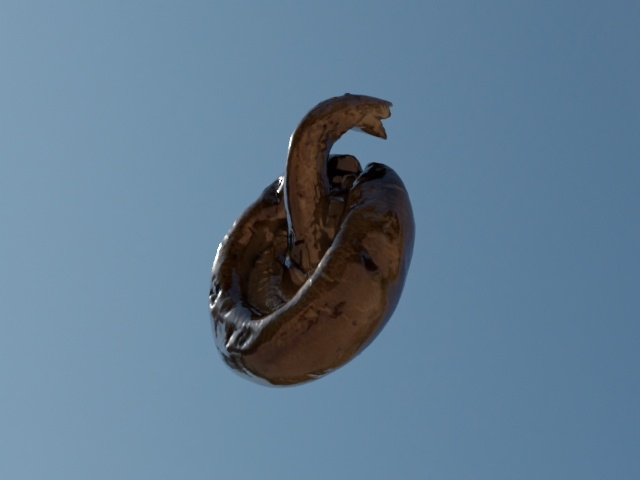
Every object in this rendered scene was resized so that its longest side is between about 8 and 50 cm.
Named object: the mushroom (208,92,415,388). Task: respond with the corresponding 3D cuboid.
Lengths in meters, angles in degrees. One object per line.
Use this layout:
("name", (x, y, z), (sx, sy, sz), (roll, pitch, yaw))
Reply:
("mushroom", (0.001, 0.000, 0.808), (0.080, 0.170, 0.135), (23, -2, -39))
